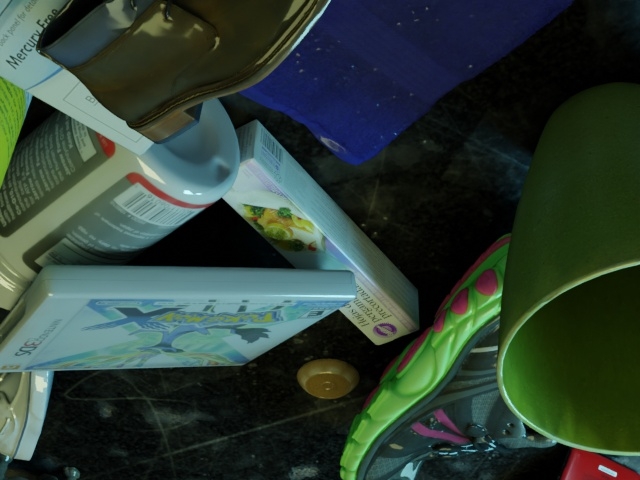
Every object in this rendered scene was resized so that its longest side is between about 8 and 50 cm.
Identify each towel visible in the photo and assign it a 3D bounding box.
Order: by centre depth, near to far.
[{"bbox_3d":[0.059,-0.211,0.914,0.227,0.076,0.308,29,131,-35],"label":"towel"}]

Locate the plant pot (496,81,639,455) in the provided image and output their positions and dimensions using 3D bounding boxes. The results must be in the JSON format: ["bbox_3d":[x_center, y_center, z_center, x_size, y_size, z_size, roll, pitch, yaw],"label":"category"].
[{"bbox_3d":[0.289,-0.001,0.957,0.274,0.293,0.275,2,136,2],"label":"plant pot"}]

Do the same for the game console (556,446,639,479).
[{"bbox_3d":[0.376,0.369,1.518,0.144,0.124,0.085,27,170,-24],"label":"game console"}]

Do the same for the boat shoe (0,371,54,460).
[{"bbox_3d":[-0.405,0.215,1.368,0.084,0.095,0.258,12,135,-16],"label":"boat shoe"}]

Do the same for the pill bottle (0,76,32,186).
[{"bbox_3d":[-0.330,-0.124,0.828,0.187,0.334,0.188,1,137,1],"label":"pill bottle"}]

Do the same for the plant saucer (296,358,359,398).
[{"bbox_3d":[0.010,0.187,1.375,0.083,0.015,0.083,1,137,1],"label":"plant saucer"}]

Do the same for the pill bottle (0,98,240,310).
[{"bbox_3d":[-0.230,-0.049,1.029,0.283,0.161,0.161,-31,127,32],"label":"pill bottle"}]

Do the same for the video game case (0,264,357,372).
[{"bbox_3d":[-0.172,0.091,1.129,0.329,0.036,0.300,1,160,-29],"label":"video game case"}]

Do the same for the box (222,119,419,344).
[{"bbox_3d":[0.000,0.000,1.139,0.063,0.067,0.324,-24,132,27],"label":"box"}]

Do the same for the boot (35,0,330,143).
[{"bbox_3d":[-0.084,-0.145,0.652,0.106,0.082,0.219,30,133,-32],"label":"boot"}]

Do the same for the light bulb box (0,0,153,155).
[{"bbox_3d":[-0.164,-0.310,0.702,0.361,0.225,0.358,30,131,-27],"label":"light bulb box"}]

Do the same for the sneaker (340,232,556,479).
[{"bbox_3d":[0.172,0.199,1.221,0.202,0.185,0.483,36,137,4],"label":"sneaker"}]

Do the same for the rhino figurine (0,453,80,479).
[{"bbox_3d":[-0.483,0.364,1.521,0.243,0.106,0.073,18,134,-16],"label":"rhino figurine"}]
